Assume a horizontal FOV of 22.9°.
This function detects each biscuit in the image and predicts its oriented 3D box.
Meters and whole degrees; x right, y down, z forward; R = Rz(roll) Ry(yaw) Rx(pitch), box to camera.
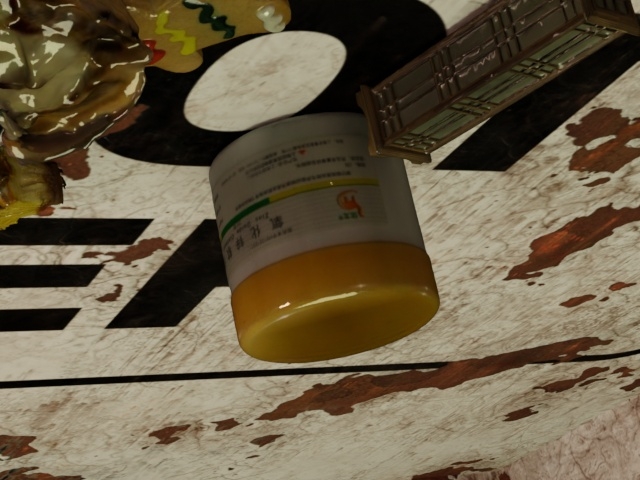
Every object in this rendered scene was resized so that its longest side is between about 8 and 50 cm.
[{"bbox_3d":[-0.148,-0.202,1.530,0.240,0.035,0.158,-21,155,20],"label":"biscuit"}]

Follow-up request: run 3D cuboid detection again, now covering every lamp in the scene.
[{"bbox_3d":[0.180,-0.188,1.670,0.090,0.089,0.325,7,153,-43],"label":"lamp"}]

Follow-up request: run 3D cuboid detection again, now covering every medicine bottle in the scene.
[{"bbox_3d":[0.000,0.000,1.850,0.238,0.231,0.238,-12,159,-5],"label":"medicine bottle"}]

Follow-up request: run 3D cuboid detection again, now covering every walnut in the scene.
[{"bbox_3d":[-0.268,-0.178,1.382,0.204,0.141,0.238,-35,149,23],"label":"walnut"}]

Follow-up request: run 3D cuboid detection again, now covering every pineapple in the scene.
[{"bbox_3d":[-0.341,-0.057,1.765,0.116,0.069,0.137,-9,169,-23],"label":"pineapple"}]
